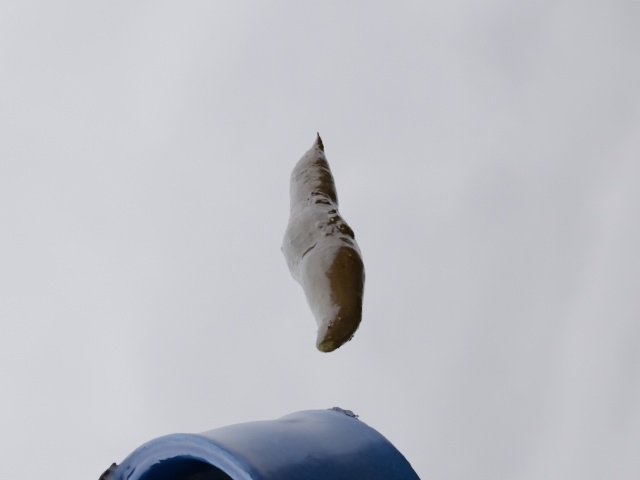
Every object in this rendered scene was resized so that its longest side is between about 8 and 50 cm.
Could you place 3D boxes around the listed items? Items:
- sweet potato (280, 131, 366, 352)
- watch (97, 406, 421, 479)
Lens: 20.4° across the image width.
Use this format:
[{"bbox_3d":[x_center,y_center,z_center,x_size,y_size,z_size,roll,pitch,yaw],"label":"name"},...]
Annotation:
[{"bbox_3d":[0.000,0.000,1.458,0.274,0.067,0.067,-100,-2,-53],"label":"sweet potato"},{"bbox_3d":[-0.032,0.175,0.865,0.171,0.196,0.200,-16,-43,-49],"label":"watch"}]
